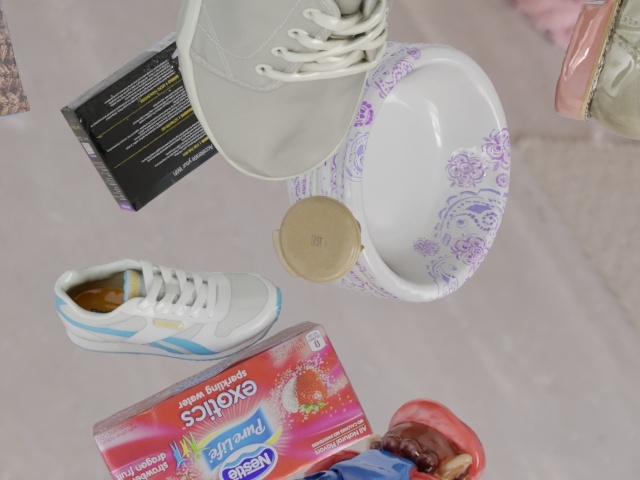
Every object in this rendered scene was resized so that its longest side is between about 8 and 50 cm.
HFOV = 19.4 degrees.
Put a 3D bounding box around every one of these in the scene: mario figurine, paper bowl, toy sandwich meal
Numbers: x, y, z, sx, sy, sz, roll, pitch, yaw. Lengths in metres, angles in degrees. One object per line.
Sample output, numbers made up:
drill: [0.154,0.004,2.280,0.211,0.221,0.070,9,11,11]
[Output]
mario figurine: [0.071,0.291,1.986,0.198,0.170,0.320,49,35,18]
paper bowl: [0.073,-0.079,2.073,0.148,0.284,0.284,9,15,40]
toy sandwich meal: [0.000,0.000,1.637,0.085,0.085,0.029,44,20,11]

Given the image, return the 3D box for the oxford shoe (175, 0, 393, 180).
oxford shoe: [-0.008,-0.179,1.382,0.169,0.449,0.130,-19,58,-21]

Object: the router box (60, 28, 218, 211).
router box: [-0.172,-0.134,2.024,0.179,0.046,0.133,-37,110,-20]

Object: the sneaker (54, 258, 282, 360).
sneaker: [-0.153,0.065,1.863,0.228,0.092,0.087,-4,61,7]

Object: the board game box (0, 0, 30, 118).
board game box: [-0.475,-0.212,1.936,0.141,0.291,0.232,-19,98,-54]

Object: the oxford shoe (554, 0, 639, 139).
oxford shoe: [0.361,-0.284,1.831,0.146,0.397,0.140,24,26,15]

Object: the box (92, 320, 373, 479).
box: [-0.091,0.191,1.889,0.128,0.256,0.122,65,-6,-3]
